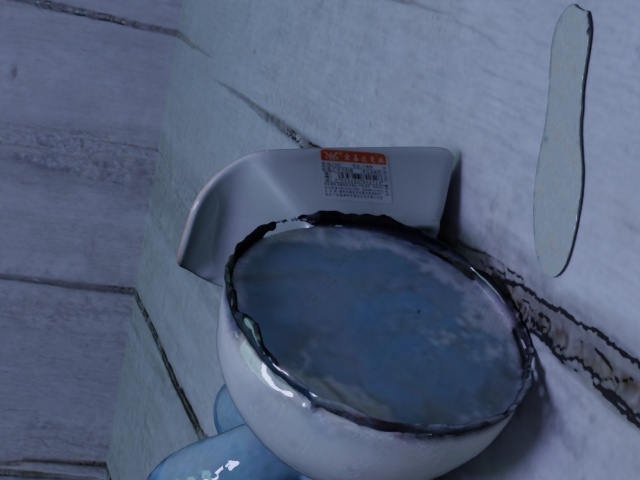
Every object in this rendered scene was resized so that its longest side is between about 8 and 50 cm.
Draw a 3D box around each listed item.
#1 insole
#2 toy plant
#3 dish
[{"bbox_3d":[0.172,-0.072,0.876,0.065,0.004,0.197,172,104,-71],"label":"insole"},{"bbox_3d":[-0.004,0.166,0.956,0.247,0.247,0.332,-105,29,-47],"label":"toy plant"},{"bbox_3d":[0.000,0.000,1.015,0.154,0.234,0.064,112,146,-41],"label":"dish"}]
